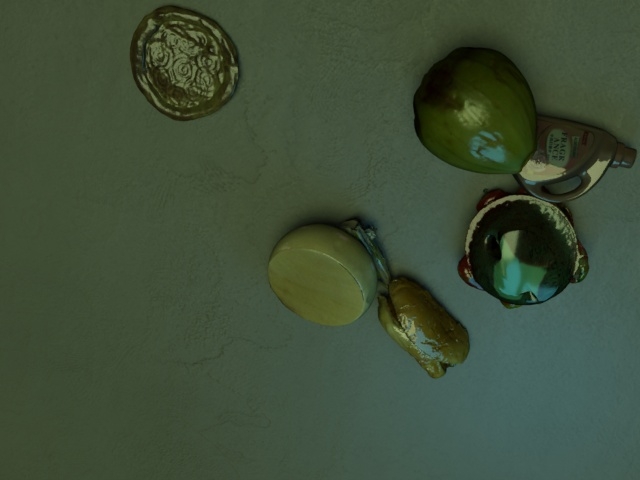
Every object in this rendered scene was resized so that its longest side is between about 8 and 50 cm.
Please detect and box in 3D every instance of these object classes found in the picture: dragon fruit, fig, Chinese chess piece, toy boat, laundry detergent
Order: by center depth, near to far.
[{"bbox_3d":[0.310,-0.242,1.620,0.239,0.239,0.271,-42,92,22],"label":"fig"},{"bbox_3d":[0.509,-0.155,1.689,0.237,0.076,0.171,15,92,3],"label":"laundry detergent"},{"bbox_3d":[0.429,0.025,1.773,0.268,0.130,0.295,-2,111,6],"label":"dragon fruit"},{"bbox_3d":[0.006,0.077,1.844,0.251,0.097,0.251,16,135,17],"label":"Chinese chess piece"},{"bbox_3d":[0.110,0.033,1.864,0.084,0.066,0.210,1,131,52],"label":"toy boat"}]

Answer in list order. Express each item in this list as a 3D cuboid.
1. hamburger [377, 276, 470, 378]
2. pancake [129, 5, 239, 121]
[{"bbox_3d":[0.234,0.204,1.876,0.124,0.131,0.262,-40,105,22],"label":"hamburger"},{"bbox_3d":[-0.298,-0.377,1.795,0.250,0.031,0.250,4,113,8],"label":"pancake"}]
